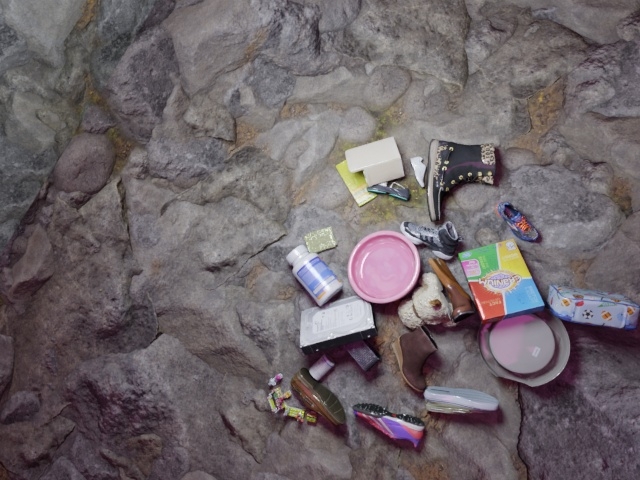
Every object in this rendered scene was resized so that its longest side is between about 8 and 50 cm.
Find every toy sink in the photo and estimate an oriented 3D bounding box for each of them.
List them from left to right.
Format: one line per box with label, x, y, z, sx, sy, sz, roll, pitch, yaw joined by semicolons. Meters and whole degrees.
toy sink;0.248;-0.349;1.933;0.234;0.131;0.153;-15;48;8

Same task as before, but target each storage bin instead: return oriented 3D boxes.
storage bin;0.180;0.485;1.892;0.084;0.122;0.180;-44;77;5

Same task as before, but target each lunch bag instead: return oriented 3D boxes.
lunch bag;1.067;0.257;1.660;0.303;0.243;0.115;9;99;15

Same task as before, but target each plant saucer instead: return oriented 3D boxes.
plant saucer;0.287;0.123;1.888;0.332;0.084;0.332;-9;68;23

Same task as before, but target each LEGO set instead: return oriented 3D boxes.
LEGO set;-0.150;0.763;1.946;0.287;0.107;0.132;44;95;13

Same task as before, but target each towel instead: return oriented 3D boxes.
towel;0.000;0.000;2.031;0.148;0.027;0.110;-20;79;11
towel;0.172;-0.284;2.027;0.102;0.021;0.237;-30;78;3

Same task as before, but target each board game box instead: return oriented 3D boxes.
board game box;0.744;0.168;1.763;0.242;0.064;0.317;-17;56;10

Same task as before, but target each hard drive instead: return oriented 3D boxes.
hard drive;0.075;0.365;1.881;0.338;0.237;0.064;-18;121;12

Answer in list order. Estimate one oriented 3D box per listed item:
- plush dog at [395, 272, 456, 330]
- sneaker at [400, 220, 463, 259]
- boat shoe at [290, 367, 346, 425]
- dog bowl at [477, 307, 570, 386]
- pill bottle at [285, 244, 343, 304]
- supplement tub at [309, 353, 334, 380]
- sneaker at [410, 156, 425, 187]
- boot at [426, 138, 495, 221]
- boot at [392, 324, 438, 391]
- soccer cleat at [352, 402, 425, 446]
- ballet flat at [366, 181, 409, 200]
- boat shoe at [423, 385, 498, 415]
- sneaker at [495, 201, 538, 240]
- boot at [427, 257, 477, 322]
plush dog;0.443;0.301;1.833;0.225;0.210;0.262;-37;77;31
sneaker;0.493;-0.039;1.853;0.268;0.101;0.153;32;135;9
boat shoe;-0.012;0.727;1.928;0.307;0.110;0.104;46;112;20
dog bowl;0.833;0.422;1.761;0.348;0.102;0.349;-1;85;13
pill bottle;-0.034;0.154;1.960;0.152;0.152;0.272;-42;77;6
supplement tub;0.007;0.584;1.948;0.107;0.071;0.071;-46;77;6
sneaker;0.461;-0.317;1.946;0.061;0.053;0.152;-15;81;8
boot;0.616;-0.267;1.867;0.284;0.138;0.378;2;78;13
boot;0.426;0.507;1.806;0.207;0.090;0.248;-45;66;43
soccer cleat;0.289;0.804;1.847;0.318;0.108;0.117;12;91;11
ballet flat;0.318;-0.240;1.961;0.203;0.074;0.074;14;88;5
boat shoe;0.594;0.693;1.799;0.302;0.109;0.094;3;100;22
sneaker;0.845;-0.082;1.817;0.083;0.087;0.221;-45;77;6
boot;0.543;0.190;1.760;0.096;0.264;0.281;-37;73;30
